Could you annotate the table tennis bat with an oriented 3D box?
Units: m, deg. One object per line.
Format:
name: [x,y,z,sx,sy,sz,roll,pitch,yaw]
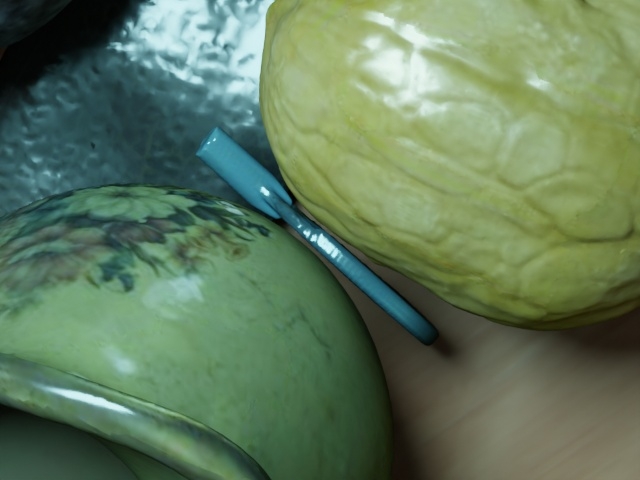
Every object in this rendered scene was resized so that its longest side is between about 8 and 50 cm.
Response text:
table tennis bat: [0.000,0.000,0.744,0.155,0.100,0.019,41,91,-13]

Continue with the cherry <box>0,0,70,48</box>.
cherry: [-0.217,-0.212,0.711,0.255,0.218,0.296,-40,69,1]

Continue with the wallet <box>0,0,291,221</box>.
wallet: [-0.114,-0.024,0.799,0.170,0.044,0.321,32,97,3]

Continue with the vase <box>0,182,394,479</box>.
vase: [-0.141,0.103,0.638,0.329,0.302,0.241,1,100,11]

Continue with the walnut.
walnut: [0.079,-0.057,0.685,0.225,0.193,0.193,18,97,-10]
